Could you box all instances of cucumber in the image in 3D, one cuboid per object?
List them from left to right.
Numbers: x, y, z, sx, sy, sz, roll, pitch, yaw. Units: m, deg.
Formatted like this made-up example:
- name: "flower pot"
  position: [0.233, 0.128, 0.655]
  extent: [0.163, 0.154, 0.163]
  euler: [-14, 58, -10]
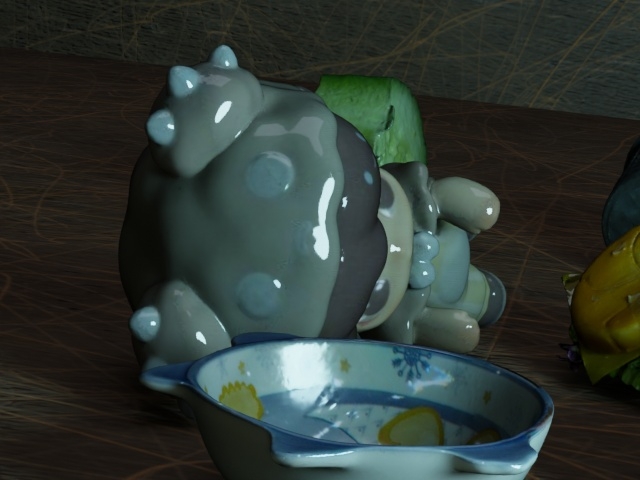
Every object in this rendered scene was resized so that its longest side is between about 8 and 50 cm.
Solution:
- name: "cucumber"
  position: [0.030, -0.066, 1.741]
  extent: [0.130, 0.191, 0.191]
  euler: [12, 12, 25]

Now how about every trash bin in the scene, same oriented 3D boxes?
- name: "trash bin"
  position: [0.370, -0.033, 1.812]
  extent: [0.175, 0.175, 0.161]
  euler: [11, 22, 28]

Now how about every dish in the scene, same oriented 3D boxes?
- name: "dish"
  position: [0.012, 0.121, 0.973]
  extent: [0.227, 0.086, 0.236]
  euler: [2, 11, -12]

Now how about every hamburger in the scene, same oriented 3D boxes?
- name: "hamburger"
  position: [0.269, 0.053, 1.352]
  extent: [0.164, 0.093, 0.189]
  euler: [-29, 26, 30]

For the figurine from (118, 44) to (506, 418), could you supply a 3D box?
- name: "figurine"
  position: [0.001, 0.000, 1.281]
  extent: [0.203, 0.248, 0.380]
  euler: [8, 2, 40]

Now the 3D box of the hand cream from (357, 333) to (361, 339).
- name: "hand cream"
  position: [-0.037, 0.057, 1.429]
  extent: [0.067, 0.042, 0.194]
  euler: [-4, 21, -43]
